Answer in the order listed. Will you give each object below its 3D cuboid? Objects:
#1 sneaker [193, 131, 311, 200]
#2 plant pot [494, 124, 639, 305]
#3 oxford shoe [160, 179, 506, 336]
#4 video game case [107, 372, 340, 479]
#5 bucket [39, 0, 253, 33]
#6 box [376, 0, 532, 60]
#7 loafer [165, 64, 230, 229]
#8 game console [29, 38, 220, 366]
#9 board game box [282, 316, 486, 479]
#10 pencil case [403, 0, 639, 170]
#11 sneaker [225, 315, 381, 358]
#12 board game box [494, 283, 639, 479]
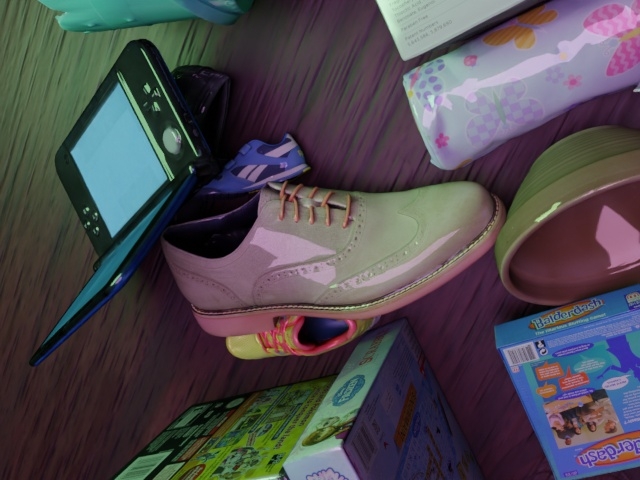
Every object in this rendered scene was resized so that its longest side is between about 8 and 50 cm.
[{"bbox_3d":[-0.087,-0.085,0.844,0.144,0.053,0.059,-18,91,-14],"label":"sneaker"},{"bbox_3d":[0.282,-0.037,0.712,0.237,0.237,0.109,-23,56,20],"label":"plant pot"},{"bbox_3d":[0.000,0.000,0.789,0.397,0.140,0.146,-18,124,18],"label":"oxford shoe"},{"bbox_3d":[-0.102,0.237,0.826,0.248,0.275,0.035,-16,96,19],"label":"video game case"},{"bbox_3d":[-0.170,-0.344,0.708,0.183,0.281,0.281,0,104,6],"label":"bucket"},{"bbox_3d":[0.159,-0.267,0.660,0.182,0.181,0.119,-21,99,35],"label":"box"},{"bbox_3d":[-0.153,-0.098,0.863,0.078,0.076,0.223,14,103,22],"label":"loafer"},{"bbox_3d":[-0.259,-0.036,0.790,0.293,0.173,0.250,-34,82,45],"label":"game console"},{"bbox_3d":[0.105,0.282,0.758,0.066,0.319,0.318,-24,95,21],"label":"board game box"},{"bbox_3d":[0.222,-0.170,0.722,0.273,0.113,0.124,-22,131,19],"label":"pencil case"},{"bbox_3d":[-0.033,0.106,0.872,0.208,0.094,0.081,-19,99,21],"label":"sneaker"},{"bbox_3d":[0.305,0.165,0.789,0.160,0.047,0.210,-19,113,19],"label":"board game box"}]
